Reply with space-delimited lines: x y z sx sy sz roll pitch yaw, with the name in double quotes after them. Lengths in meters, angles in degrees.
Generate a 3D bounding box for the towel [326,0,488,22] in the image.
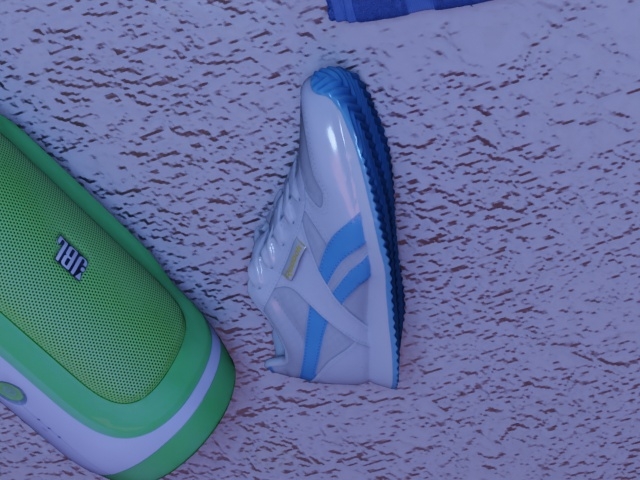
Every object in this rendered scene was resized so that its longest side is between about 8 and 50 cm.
0.056 -0.159 0.995 0.119 0.029 0.067 -7 128 11 "towel"

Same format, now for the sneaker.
0.000 0.000 1.090 0.092 0.087 0.229 0 126 7 "sneaker"

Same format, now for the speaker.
-0.186 0.021 1.088 0.131 0.131 0.296 -31 120 25 "speaker"
